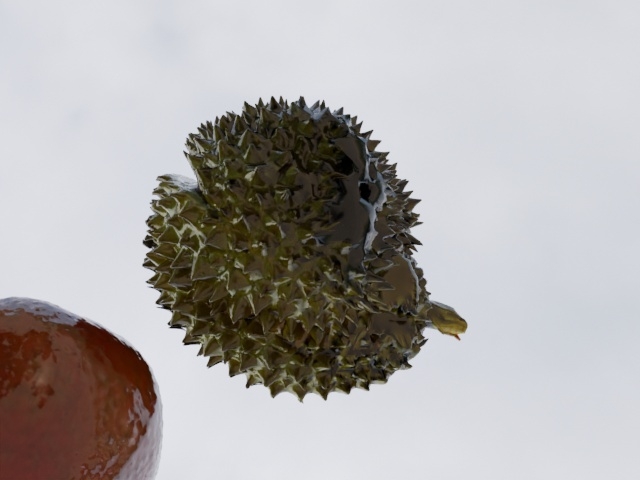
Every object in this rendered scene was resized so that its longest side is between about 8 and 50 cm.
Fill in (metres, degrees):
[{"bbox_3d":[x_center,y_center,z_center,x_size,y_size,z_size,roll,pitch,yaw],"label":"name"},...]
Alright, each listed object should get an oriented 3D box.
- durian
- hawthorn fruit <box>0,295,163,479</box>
[{"bbox_3d":[0.000,0.000,1.099,0.237,0.138,0.193,20,-124,-5],"label":"durian"},{"bbox_3d":[-0.195,0.156,1.008,0.196,0.196,0.225,12,-118,-8],"label":"hawthorn fruit"}]
